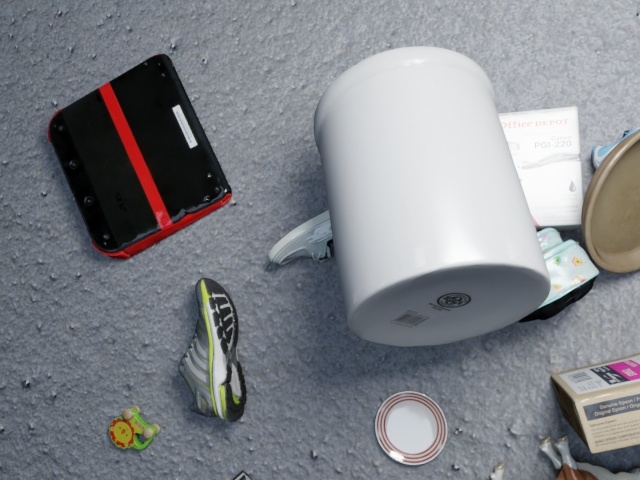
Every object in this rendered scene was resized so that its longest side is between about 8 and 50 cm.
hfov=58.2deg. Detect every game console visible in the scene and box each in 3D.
[{"bbox_3d":[-0.417,-0.185,1.301,0.341,0.060,0.387,-27,81,5],"label":"game console"}]

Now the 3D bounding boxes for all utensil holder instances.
[{"bbox_3d":[0.169,-0.061,0.941,0.327,0.328,0.386,-15,58,12],"label":"utensil holder"}]

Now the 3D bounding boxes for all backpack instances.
[{"bbox_3d":[0.393,0.062,1.015,0.165,0.188,0.145,-30,80,10],"label":"backpack"}]

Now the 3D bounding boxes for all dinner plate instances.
[{"bbox_3d":[0.178,0.368,1.134,0.141,0.017,0.141,-1,86,13],"label":"dinner plate"}]

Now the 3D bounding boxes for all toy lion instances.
[{"bbox_3d":[-0.417,0.422,1.267,0.100,0.034,0.096,36,102,13],"label":"toy lion"}]

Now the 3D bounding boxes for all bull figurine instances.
[{"bbox_3d":[0.429,0.462,1.027,0.310,0.101,0.189,-34,75,7],"label":"bull figurine"}]

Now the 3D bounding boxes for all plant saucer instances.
[{"bbox_3d":[0.553,-0.075,0.985,0.277,0.041,0.278,-10,117,-19],"label":"plant saucer"}]

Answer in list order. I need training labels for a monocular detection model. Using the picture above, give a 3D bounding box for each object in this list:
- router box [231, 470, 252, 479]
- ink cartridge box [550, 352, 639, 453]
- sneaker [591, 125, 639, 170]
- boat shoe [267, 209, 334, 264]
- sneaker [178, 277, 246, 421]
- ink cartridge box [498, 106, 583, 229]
[{"bbox_3d":[-0.175,0.674,1.164,0.243,0.081,0.309,38,95,13],"label":"router box"},{"bbox_3d":[0.506,0.259,0.951,0.193,0.234,0.088,-18,83,11],"label":"ink cartridge box"},{"bbox_3d":[0.610,-0.184,1.040,0.237,0.085,0.086,-22,54,4],"label":"sneaker"},{"bbox_3d":[0.001,0.000,1.169,0.227,0.079,0.081,-31,76,6],"label":"boat shoe"},{"bbox_3d":[-0.241,0.228,1.200,0.121,0.111,0.300,-9,82,17],"label":"sneaker"},{"bbox_3d":[0.399,-0.129,1.078,0.158,0.092,0.218,-3,84,13],"label":"ink cartridge box"}]
